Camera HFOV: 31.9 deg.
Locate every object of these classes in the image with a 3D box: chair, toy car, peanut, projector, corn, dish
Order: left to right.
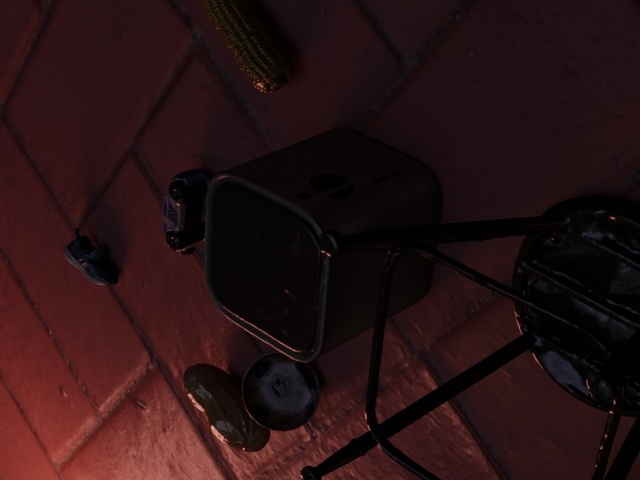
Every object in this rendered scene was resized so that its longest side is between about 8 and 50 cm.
[{"bbox_3d":[-0.241,-0.050,2.013,0.070,0.080,0.170,34,131,34],"label":"toy car"},{"bbox_3d":[-0.181,0.314,2.110,0.214,0.099,0.090,46,145,25],"label":"peanut"},{"bbox_3d":[-0.123,-0.331,1.758,0.231,0.080,0.080,55,138,14],"label":"corn"},{"bbox_3d":[-0.062,0.261,1.987,0.141,0.078,0.141,1,94,11],"label":"dish"},{"bbox_3d":[0.000,0.000,1.653,0.249,0.249,0.248,29,128,35],"label":"projector"},{"bbox_3d":[0.257,0.147,1.328,0.365,0.410,0.362,29,128,34],"label":"chair"}]

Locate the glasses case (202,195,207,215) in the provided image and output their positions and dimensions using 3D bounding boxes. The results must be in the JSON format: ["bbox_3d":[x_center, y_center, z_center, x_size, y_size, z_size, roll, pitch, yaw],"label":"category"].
[{"bbox_3d":[-0.128,-0.019,1.938,0.184,0.039,0.077,46,135,21],"label":"glasses case"}]

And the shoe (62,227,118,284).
[{"bbox_3d":[-0.467,0.040,2.314,0.143,0.064,0.071,40,115,19],"label":"shoe"}]
